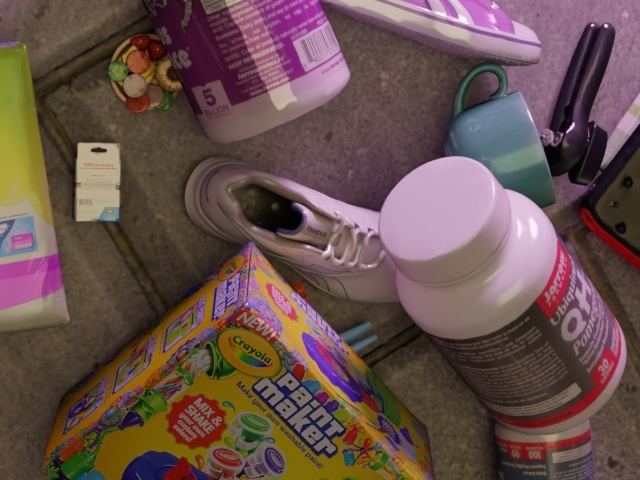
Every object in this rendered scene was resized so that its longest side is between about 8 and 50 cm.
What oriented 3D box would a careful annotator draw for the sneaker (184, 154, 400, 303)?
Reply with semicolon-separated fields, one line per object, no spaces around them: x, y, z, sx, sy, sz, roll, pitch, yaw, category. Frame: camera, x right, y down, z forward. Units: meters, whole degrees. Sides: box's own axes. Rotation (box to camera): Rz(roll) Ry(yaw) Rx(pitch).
0.000;0.000;1.843;0.297;0.129;0.111;19;89;-17;sneaker

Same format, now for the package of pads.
-0.392;-0.042;1.750;0.229;0.101;0.296;-9;98;-15;package of pads

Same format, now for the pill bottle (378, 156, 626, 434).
0.186;0.056;1.812;0.176;0.176;0.318;-46;134;-6;pill bottle

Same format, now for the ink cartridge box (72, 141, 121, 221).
-0.236;-0.062;1.825;0.048;0.028;0.083;1;97;-15;ink cartridge box

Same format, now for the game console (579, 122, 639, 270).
0.527;-0.081;1.980;0.342;0.060;0.386;38;87;-10;game console

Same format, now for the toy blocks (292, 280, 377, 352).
-0.023;0.101;1.887;0.148;0.054;0.123;-28;103;-10;toy blocks

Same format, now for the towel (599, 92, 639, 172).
0.495;-0.154;2.005;0.248;0.038;0.325;35;88;-15;towel

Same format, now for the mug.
0.186;-0.098;1.886;0.097;0.129;0.157;-19;62;3;mug

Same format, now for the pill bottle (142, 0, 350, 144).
-0.100;-0.264;1.764;0.169;0.169;0.301;-26;102;-10;pill bottle

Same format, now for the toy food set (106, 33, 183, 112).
-0.182;-0.176;1.830;0.083;0.020;0.082;44;85;-16;toy food set

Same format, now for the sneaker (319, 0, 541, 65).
0.127;-0.291;1.859;0.282;0.102;0.161;19;88;-16;sneaker

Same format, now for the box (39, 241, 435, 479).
-0.081;0.213;1.781;0.279;0.177;0.290;-40;106;13;box

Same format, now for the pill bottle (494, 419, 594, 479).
0.256;0.288;1.954;0.108;0.108;0.180;-8;98;-14;pill bottle

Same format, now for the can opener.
0.289;-0.157;1.942;0.073;0.059;0.186;17;83;-40;can opener
